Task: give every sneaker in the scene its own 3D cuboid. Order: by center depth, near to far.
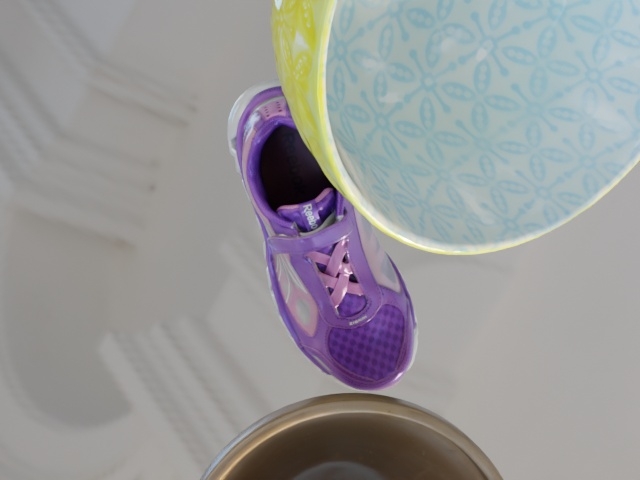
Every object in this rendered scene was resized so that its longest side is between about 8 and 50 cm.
[{"bbox_3d":[0.000,0.000,1.266,0.104,0.095,0.236,-130,19,-85],"label":"sneaker"}]

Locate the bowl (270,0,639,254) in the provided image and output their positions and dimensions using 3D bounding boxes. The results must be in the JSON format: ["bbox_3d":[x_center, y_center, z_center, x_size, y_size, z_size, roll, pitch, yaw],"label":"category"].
[{"bbox_3d":[0.075,-0.153,1.019,0.289,0.289,0.156,15,-165,-43],"label":"bowl"}]

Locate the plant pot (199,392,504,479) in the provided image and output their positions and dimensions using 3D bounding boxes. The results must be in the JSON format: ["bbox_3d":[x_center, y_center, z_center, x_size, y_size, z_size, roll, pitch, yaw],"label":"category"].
[{"bbox_3d":[0.018,0.215,1.261,0.237,0.237,0.110,27,-175,-8],"label":"plant pot"}]
